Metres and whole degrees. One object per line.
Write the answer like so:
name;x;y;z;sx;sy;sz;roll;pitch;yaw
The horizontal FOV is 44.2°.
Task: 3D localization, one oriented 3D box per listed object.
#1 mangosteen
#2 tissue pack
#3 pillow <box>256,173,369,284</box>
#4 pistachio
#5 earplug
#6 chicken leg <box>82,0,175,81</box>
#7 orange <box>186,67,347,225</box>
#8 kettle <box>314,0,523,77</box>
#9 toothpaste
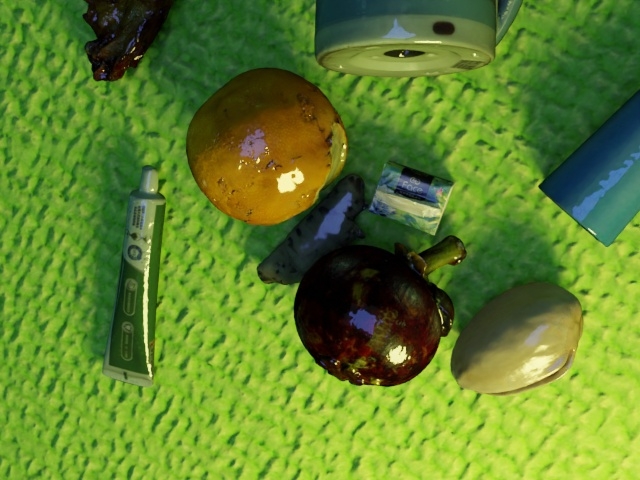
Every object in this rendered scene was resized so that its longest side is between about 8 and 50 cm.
mangosteen;0.098;0.087;1.200;0.231;0.231;0.289;43;69;3
tissue pack;0.139;-0.065;1.213;0.111;0.079;0.085;21;104;9
pillow;0.000;0.001;1.271;0.241;0.051;0.093;-45;82;15
pistachio;0.301;0.156;1.193;0.223;0.126;0.152;-44;54;20
earplug;0.450;-0.134;1.111;0.132;0.132;0.273;42;102;4
chicken leg;-0.302;-0.408;1.265;0.177;0.083;0.322;39;108;20
orange;-0.081;-0.138;1.174;0.240;0.240;0.240;2;100;13
kettle;0.153;-0.415;1.099;0.319;0.247;0.342;1;91;-18
toothpaste;-0.311;0.064;1.351;0.098;0.061;0.392;12;105;11
